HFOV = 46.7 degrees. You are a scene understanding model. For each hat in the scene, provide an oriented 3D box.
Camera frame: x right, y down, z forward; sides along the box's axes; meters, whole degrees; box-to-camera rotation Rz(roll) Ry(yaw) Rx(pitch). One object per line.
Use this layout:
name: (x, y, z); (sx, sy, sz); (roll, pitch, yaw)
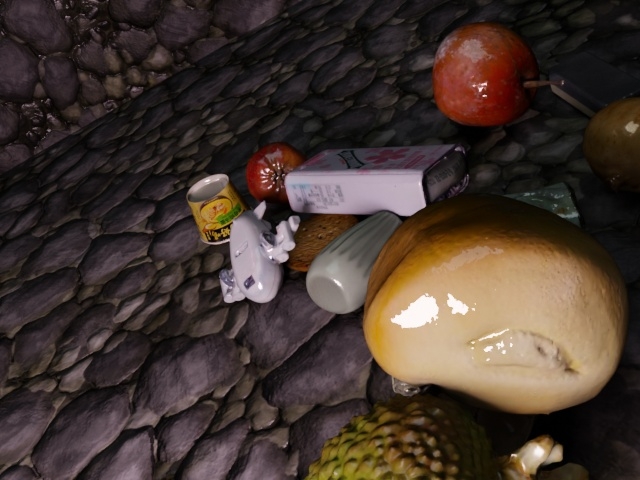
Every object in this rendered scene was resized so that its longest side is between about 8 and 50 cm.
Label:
hat: (0.228, 0.249, 1.055); (0.175, 0.085, 0.147); (9, 49, 41)

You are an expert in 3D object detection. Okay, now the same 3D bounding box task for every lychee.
lychee: (0.126, 0.320, 0.881); (0.319, 0.270, 0.270); (-18, 30, 49)

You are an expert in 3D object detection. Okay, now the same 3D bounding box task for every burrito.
burrito: (0.354, -0.037, 1.349); (0.228, 0.089, 0.144); (-15, 33, 16)

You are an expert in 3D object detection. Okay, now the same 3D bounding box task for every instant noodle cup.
instant noodle cup: (-0.250, -0.080, 1.802); (0.151, 0.122, 0.152); (-17, 37, 14)

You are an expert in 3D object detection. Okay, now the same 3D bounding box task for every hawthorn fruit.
hawthorn fruit: (0.371, -0.349, 1.646); (0.231, 0.263, 0.235); (-40, -12, 16)
hawthorn fruit: (-0.107, -0.168, 1.818); (0.162, 0.163, 0.203); (-29, 16, -1)

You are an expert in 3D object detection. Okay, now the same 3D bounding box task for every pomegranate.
pomegranate: (0.552, -0.160, 1.299); (0.196, 0.196, 0.196); (-19, 35, 14)

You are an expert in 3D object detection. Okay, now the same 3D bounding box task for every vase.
vase: (0.078, 0.031, 1.429); (0.128, 0.128, 0.248); (3, 35, 38)

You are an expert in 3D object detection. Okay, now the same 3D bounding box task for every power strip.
power strip: (0.588, -0.325, 1.579); (0.105, 0.070, 0.257); (-25, 35, 0)

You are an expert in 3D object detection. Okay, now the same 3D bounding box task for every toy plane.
toy plane: (-0.131, 0.029, 1.566); (0.244, 0.117, 0.245); (-24, 54, 38)

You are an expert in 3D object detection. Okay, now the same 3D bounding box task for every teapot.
teapot: (0.137, 0.215, 1.200); (0.067, 0.057, 0.083); (-53, 22, 35)

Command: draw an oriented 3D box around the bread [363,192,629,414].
bread: (0.236, 0.069, 1.030); (0.347, 0.253, 0.376); (6, 14, 6)

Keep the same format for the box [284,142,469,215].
box: (0.121, -0.128, 1.594); (0.369, 0.112, 0.190); (5, 31, 39)

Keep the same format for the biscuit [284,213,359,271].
biscuit: (0.001, 0.001, 1.600); (0.187, 0.027, 0.188); (-18, 34, 13)
